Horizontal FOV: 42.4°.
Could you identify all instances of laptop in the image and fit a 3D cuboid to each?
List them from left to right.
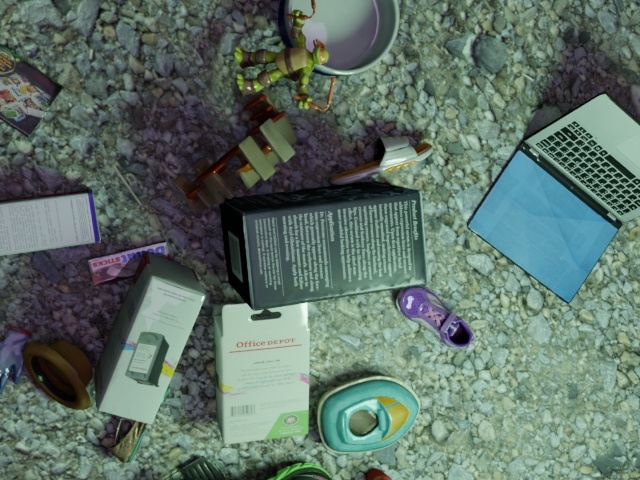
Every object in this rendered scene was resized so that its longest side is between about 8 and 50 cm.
[{"bbox_3d":[0.661,-0.090,2.058,0.382,0.408,0.236,35,53,-18],"label":"laptop"}]

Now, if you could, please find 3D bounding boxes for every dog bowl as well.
[{"bbox_3d":[0.039,-0.509,1.879,0.264,0.104,0.265,-2,98,-16],"label":"dog bowl"}]

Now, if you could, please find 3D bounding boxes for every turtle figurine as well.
[{"bbox_3d":[-0.073,-0.396,1.779,0.217,0.087,0.270,-8,86,13],"label":"turtle figurine"}]

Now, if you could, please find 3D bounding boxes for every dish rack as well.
[{"bbox_3d":[-0.330,0.650,1.946,0.271,0.074,0.208,-31,106,-10],"label":"dish rack"}]

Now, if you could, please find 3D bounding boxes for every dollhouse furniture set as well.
[{"bbox_3d":[-0.177,-0.201,1.797,0.135,0.262,0.259,55,48,-14],"label":"dollhouse furniture set"}]

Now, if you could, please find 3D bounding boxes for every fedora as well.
[{"bbox_3d":[-0.560,0.282,1.806,0.194,0.194,0.079,54,45,-16],"label":"fedora"}]

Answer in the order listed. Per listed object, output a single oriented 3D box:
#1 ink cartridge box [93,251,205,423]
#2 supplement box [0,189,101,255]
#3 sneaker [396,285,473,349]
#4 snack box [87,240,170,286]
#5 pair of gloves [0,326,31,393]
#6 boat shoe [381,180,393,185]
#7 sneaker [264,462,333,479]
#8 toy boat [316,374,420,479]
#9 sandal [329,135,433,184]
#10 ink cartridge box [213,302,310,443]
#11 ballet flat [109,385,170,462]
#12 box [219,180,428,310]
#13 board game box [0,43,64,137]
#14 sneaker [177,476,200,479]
[{"bbox_3d":[-0.373,0.204,1.782,0.131,0.226,0.306,20,98,-20],"label":"ink cartridge box"},{"bbox_3d":[-0.589,-0.039,1.756,0.220,0.111,0.114,-10,100,-15],"label":"supplement box"},{"bbox_3d":[0.294,0.195,2.051,0.236,0.104,0.095,38,88,-16],"label":"sneaker"},{"bbox_3d":[-0.429,0.052,1.861,0.178,0.022,0.064,-14,102,-14],"label":"snack box"},{"bbox_3d":[-0.739,0.240,1.797,0.198,0.023,0.159,25,88,-19],"label":"pair of gloves"},{"bbox_3d":[0.180,-0.086,2.012,0.046,0.038,0.125,-24,103,-12],"label":"boat shoe"},{"bbox_3d":[-0.125,0.660,1.858,0.482,0.202,0.185,-22,122,-37],"label":"sneaker"},{"bbox_3d":[0.137,0.491,2.022,0.267,0.148,0.318,-14,101,-14],"label":"toy boat"},{"bbox_3d":[0.142,-0.202,1.952,0.265,0.102,0.076,-20,105,-11],"label":"sandal"},{"bbox_3d":[-0.136,0.276,1.889,0.207,0.119,0.354,-4,112,-14],"label":"ink cartridge box"},{"bbox_3d":[-0.420,0.410,1.892,0.067,0.073,0.206,28,85,-4],"label":"ballet flat"},{"bbox_3d":[0.000,0.000,1.838,0.395,0.293,0.212,-7,100,-16],"label":"box"},{"bbox_3d":[-0.688,-0.345,1.729,0.259,0.030,0.136,36,89,-18],"label":"board game box"},{"bbox_3d":[-0.322,0.674,1.877,0.122,0.110,0.283,23,91,-36],"label":"sneaker"}]
